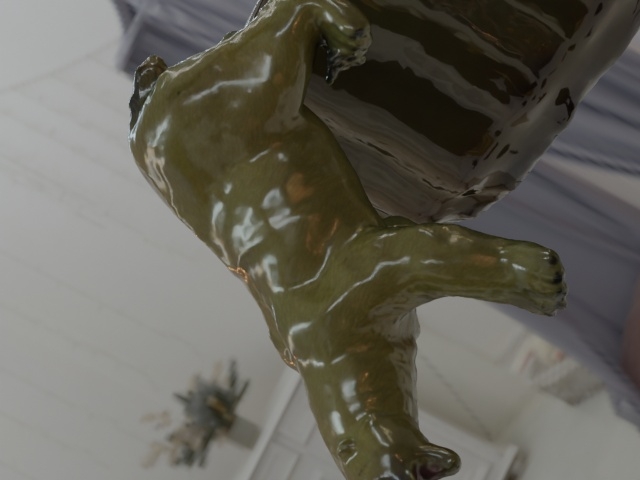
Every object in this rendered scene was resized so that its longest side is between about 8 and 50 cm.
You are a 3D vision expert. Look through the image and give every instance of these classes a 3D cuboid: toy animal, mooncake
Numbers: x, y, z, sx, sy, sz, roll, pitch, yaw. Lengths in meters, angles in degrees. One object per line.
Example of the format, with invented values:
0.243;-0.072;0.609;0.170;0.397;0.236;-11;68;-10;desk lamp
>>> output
0.000;0.000;0.519;0.101;0.219;0.103;-31;-15;-24;toy animal
0.074;-0.139;0.707;0.290;0.161;0.290;-56;3;5;mooncake
